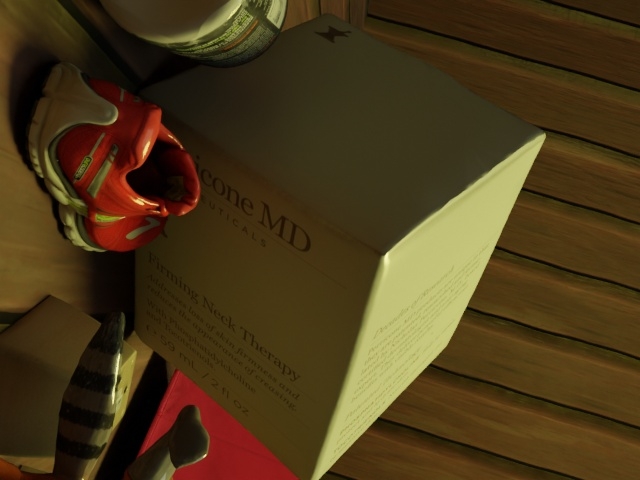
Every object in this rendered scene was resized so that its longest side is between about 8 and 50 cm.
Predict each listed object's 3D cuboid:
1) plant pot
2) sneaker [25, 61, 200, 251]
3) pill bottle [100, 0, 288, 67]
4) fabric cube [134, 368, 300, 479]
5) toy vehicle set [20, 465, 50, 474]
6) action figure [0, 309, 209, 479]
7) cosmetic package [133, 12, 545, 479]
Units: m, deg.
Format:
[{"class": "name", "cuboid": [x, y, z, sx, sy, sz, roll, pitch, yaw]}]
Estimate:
[{"class": "plant pot", "cuboid": [-0.225, 0.128, 0.672, 0.109, 0.096, 0.109, -64, 169, -70]}, {"class": "sneaker", "cuboid": [-0.161, -0.044, 0.662, 0.279, 0.118, 0.107, 94, 14, -74]}, {"class": "pill bottle", "cuboid": [-0.100, -0.224, 0.679, 0.245, 0.130, 0.130, -50, 157, -81]}, {"class": "fabric cube", "cuboid": [-0.158, 0.361, 1.224, 0.254, 0.258, 0.259, 117, -7, -55]}, {"class": "toy vehicle set", "cuboid": [-0.184, 0.313, 0.816, 0.166, 0.267, 0.035, 99, 8, -60]}, {"class": "action figure", "cuboid": [-0.154, 0.239, 0.596, 0.178, 0.341, 0.330, -93, -166, -58]}, {"class": "cosmetic package", "cuboid": [0.000, 0.000, 0.933, 0.327, 0.329, 0.393, -35, 150, -40]}]
